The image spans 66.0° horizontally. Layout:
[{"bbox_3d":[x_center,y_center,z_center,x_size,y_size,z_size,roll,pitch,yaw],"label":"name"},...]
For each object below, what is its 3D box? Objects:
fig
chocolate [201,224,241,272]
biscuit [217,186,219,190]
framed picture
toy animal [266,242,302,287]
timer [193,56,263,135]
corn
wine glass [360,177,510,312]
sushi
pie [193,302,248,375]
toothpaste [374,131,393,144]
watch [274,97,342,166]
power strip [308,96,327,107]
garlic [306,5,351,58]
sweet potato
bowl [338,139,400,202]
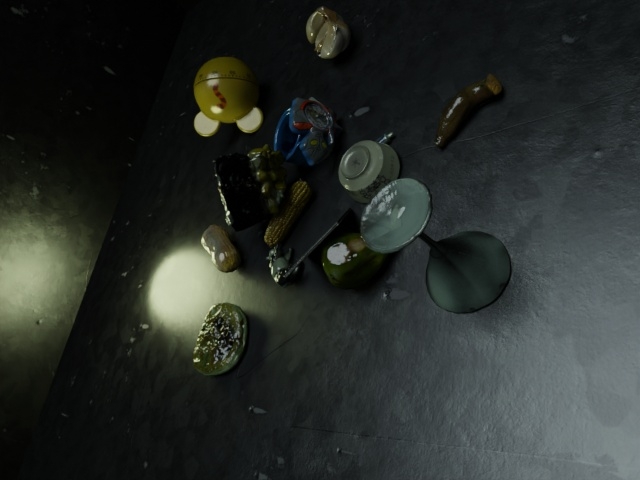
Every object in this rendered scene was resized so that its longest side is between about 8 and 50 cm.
[{"bbox_3d":[0.140,0.050,1.654,0.275,0.206,0.206,-17,50,-1],"label":"fig"},{"bbox_3d":[-0.456,0.035,2.241,0.134,0.134,0.309,-48,44,13],"label":"chocolate"},{"bbox_3d":[-0.391,-0.319,2.321,0.284,0.043,0.306,-30,16,42],"label":"biscuit"},{"bbox_3d":[0.000,0.000,1.741,0.265,0.016,0.347,-45,1,16],"label":"framed picture"},{"bbox_3d":[-0.152,0.093,1.954,0.121,0.094,0.225,-55,43,19],"label":"toy animal"},{"bbox_3d":[-0.487,-0.740,2.575,0.376,0.376,0.386,-4,90,42],"label":"timer"},{"bbox_3d":[-0.141,-0.110,2.045,0.312,0.102,0.102,-56,42,6],"label":"corn"},{"bbox_3d":[0.306,0.010,1.329,0.267,0.406,0.267,-23,51,32],"label":"wine glass"},{"bbox_3d":[-0.268,-0.217,2.008,0.328,0.286,0.328,-154,53,-80],"label":"sushi"},{"bbox_3d":[-0.417,0.410,2.042,0.323,0.071,0.322,-20,56,33],"label":"pie"},{"bbox_3d":[0.202,-0.352,1.901,0.197,0.035,0.057,-36,32,26],"label":"toothpaste"},{"bbox_3d":[-0.071,-0.414,2.085,0.275,0.242,0.305,-30,55,49],"label":"watch"},{"bbox_3d":[-0.009,-0.595,2.240,0.060,0.027,0.252,-52,43,10],"label":"power strip"},{"bbox_3d":[0.042,-0.955,2.296,0.281,0.185,0.203,53,135,25],"label":"garlic"},{"bbox_3d":[0.475,-0.436,1.648,0.286,0.085,0.112,-47,48,15],"label":"sweet potato"},{"bbox_3d":[0.158,-0.267,1.807,0.238,0.126,0.237,-16,65,37],"label":"bowl"}]
